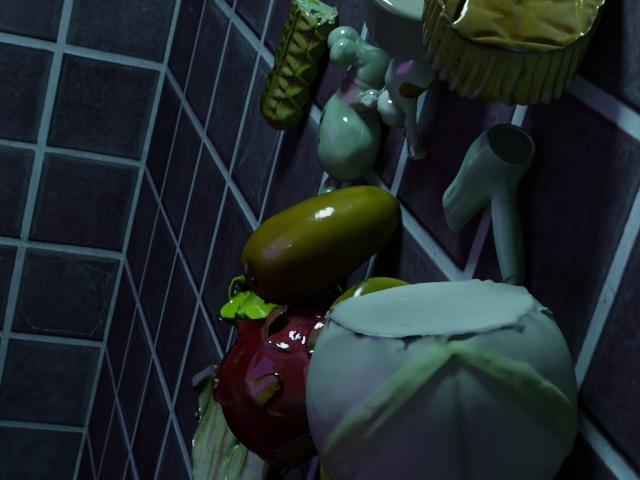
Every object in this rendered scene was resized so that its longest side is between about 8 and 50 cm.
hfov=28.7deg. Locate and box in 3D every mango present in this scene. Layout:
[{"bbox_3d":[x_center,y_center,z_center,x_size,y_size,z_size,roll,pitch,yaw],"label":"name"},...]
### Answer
[{"bbox_3d":[-0.004,0.003,1.863,0.255,0.139,0.175,-33,0,19],"label":"mango"}]

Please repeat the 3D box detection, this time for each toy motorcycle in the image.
[{"bbox_3d":[-0.063,0.109,2.123,0.206,0.142,0.342,50,142,13],"label":"toy motorcycle"}]

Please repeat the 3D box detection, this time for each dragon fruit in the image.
[{"bbox_3d":[-0.044,0.218,1.903,0.315,0.250,0.250,155,121,-70],"label":"dragon fruit"}]

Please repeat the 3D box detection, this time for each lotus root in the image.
[{"bbox_3d":[-0.139,0.385,2.247,0.210,0.142,0.313,-5,71,35],"label":"lotus root"}]

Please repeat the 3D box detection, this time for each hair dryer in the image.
[{"bbox_3d":[0.214,-0.001,1.534,0.206,0.075,0.237,121,143,-61],"label":"hair dryer"}]

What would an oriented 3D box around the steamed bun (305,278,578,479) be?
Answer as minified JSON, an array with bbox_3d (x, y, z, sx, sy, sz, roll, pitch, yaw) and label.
[{"bbox_3d":[0.132,0.203,1.351,0.309,0.310,0.309,-172,90,-70],"label":"steamed bun"}]

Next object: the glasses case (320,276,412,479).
[{"bbox_3d":[0.088,0.237,1.591,0.141,0.173,0.371,131,145,-55],"label":"glasses case"}]

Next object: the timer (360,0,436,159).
[{"bbox_3d":[0.127,-0.251,1.745,0.266,0.175,0.175,102,164,-45],"label":"timer"}]

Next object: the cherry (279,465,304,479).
[{"bbox_3d":[-0.041,0.446,2.008,0.225,0.090,0.107,-104,24,-66],"label":"cherry"}]

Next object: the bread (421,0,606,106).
[{"bbox_3d":[0.223,-0.298,1.438,0.156,0.204,0.288,100,174,-69],"label":"bread"}]

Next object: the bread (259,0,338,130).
[{"bbox_3d":[-0.046,-0.324,2.320,0.087,0.098,0.269,-38,-26,-53],"label":"bread"}]

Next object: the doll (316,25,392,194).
[{"bbox_3d":[0.056,-0.194,1.967,0.155,0.113,0.274,-115,30,-72],"label":"doll"}]
